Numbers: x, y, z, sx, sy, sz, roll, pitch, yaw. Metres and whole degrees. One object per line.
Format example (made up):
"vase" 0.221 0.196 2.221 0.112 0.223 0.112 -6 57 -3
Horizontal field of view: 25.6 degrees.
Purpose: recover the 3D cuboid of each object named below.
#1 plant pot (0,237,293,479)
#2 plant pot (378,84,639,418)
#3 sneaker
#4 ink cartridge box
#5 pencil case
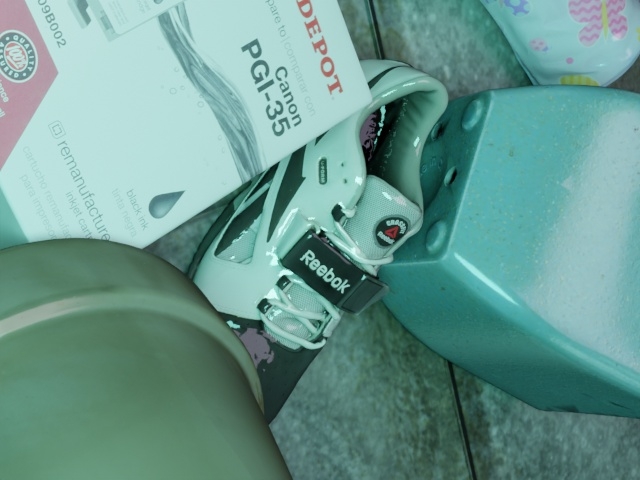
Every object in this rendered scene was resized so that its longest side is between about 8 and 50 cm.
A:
"plant pot" -0.125 0.202 0.841 0.323 0.280 0.323 -21 130 -27
"plant pot" 0.183 -0.006 1.188 0.252 0.247 0.247 23 78 -23
"sneaker" 0.000 0.000 1.094 0.122 0.146 0.330 30 75 -37
"ink cartridge box" -0.127 -0.125 0.958 0.283 0.117 0.207 -34 117 -26
"pencil case" 0.176 -0.244 1.242 0.273 0.113 0.124 41 87 -31
